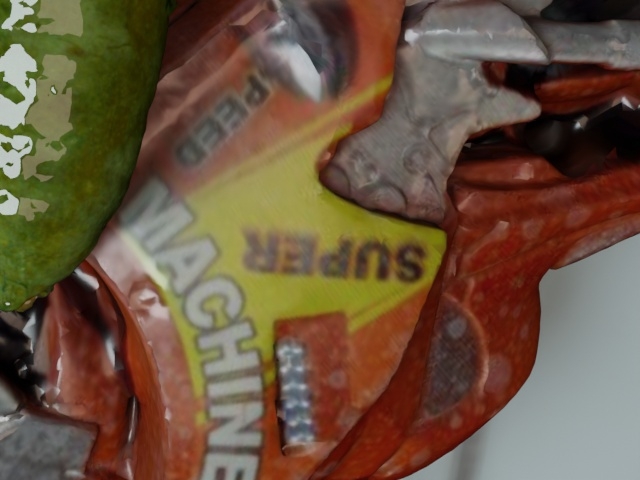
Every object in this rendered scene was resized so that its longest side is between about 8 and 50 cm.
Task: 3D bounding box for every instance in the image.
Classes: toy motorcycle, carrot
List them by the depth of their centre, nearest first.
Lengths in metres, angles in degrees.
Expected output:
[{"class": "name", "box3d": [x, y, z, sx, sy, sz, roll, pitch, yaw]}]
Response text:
[{"class": "carrot", "box3d": [-0.045, -0.162, 0.398, 0.074, 0.074, 0.358, 6, 90, -17]}, {"class": "toy motorcycle", "box3d": [-0.001, -0.001, 0.473, 0.298, 0.089, 0.171, -40, 112, -4]}]
